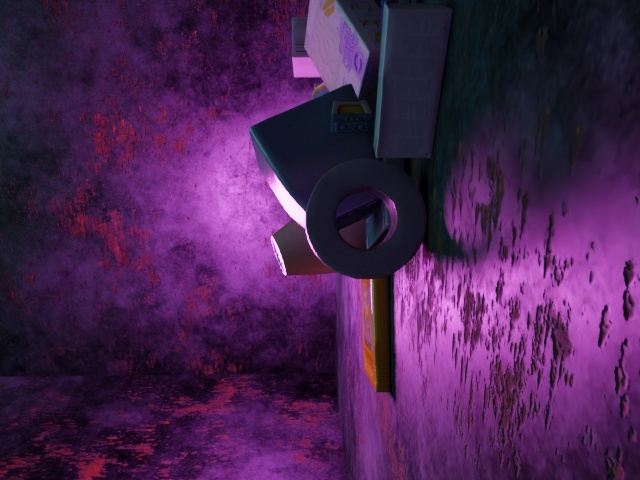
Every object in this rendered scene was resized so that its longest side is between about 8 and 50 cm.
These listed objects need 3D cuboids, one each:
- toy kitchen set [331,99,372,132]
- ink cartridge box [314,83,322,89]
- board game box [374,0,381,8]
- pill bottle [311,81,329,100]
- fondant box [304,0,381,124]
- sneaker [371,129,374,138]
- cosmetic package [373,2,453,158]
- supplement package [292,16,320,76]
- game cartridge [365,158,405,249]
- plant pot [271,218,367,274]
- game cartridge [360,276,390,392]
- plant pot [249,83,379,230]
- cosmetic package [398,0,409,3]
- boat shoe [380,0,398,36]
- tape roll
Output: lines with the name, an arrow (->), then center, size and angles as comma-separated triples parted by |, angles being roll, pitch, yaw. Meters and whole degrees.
toy kitchen set -> 0.105, -0.294, 0.932 | 0.122, 0.166, 0.207 | -92, 2, -49
ink cartridge box -> 0.069, -0.508, 1.856 | 0.255, 0.189, 0.096 | -90, -1, -56
board game box -> 0.134, -0.606, 1.429 | 0.336, 0.079, 0.253 | -94, 4, -61
pill bottle -> 0.056, -0.299, 1.389 | 0.152, 0.153, 0.271 | 94, 172, -69
fondant box -> 0.070, -0.483, 1.233 | 0.238, 0.096, 0.330 | 103, 146, -58
sneaker -> 0.137, -0.259, 1.501 | 0.131, 0.112, 0.318 | 34, -135, -57
cosmetic package -> 0.145, -0.255, 0.811 | 0.060, 0.099, 0.238 | -88, 0, -56
supplement package -> 0.031, -0.687, 1.773 | 0.204, 0.262, 0.145 | 173, 97, -88
game cartridge -> 0.154, -0.112, 1.201 | 0.355, 0.068, 0.230 | 99, 175, -81
plant pot -> 0.000, 0.000, 1.508 | 0.256, 0.274, 0.256 | 160, 90, -78
game cartridge -> 0.152, 0.239, 1.417 | 0.285, 0.053, 0.323 | 111, 159, -86
plant pot -> 0.011, -0.154, 1.144 | 0.252, 0.247, 0.248 | 63, 173, 11
cosmetic package -> 0.164, -0.488, 1.052 | 0.060, 0.041, 0.115 | 97, 173, -75
boat shoe -> 0.153, -0.404, 0.977 | 0.066, 0.066, 0.183 | -89, -6, -56
tape roll -> 0.081, -0.038, 0.914 | 0.072, 0.219, 0.219 | 129, 140, -87
